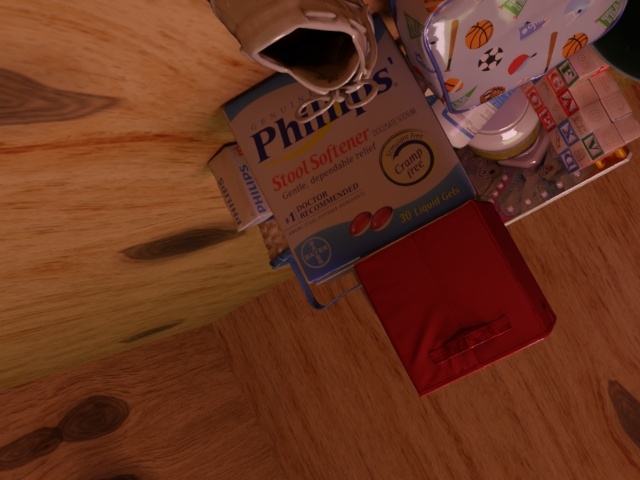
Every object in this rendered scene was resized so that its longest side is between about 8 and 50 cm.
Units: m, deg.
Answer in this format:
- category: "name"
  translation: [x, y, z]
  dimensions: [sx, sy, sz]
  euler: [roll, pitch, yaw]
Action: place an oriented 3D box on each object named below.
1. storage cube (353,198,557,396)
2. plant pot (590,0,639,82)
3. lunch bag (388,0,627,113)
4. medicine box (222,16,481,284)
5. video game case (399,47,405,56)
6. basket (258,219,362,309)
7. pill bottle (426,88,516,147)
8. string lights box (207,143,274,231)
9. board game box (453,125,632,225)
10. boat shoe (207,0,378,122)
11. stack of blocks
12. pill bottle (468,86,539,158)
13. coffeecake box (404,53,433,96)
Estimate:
- category: "storage cube"
  translation: [0.187, 0.070, 1.042]
  dimensions: [0.184, 0.193, 0.215]
  euler: [-30, 171, 19]
- category: "plant pot"
  translation: [0.530, -0.385, 1.094]
  dimensions: [0.293, 0.293, 0.235]
  euler: [-33, -176, 37]
- category: "lunch bag"
  translation: [0.243, -0.311, 0.962]
  dimensions: [0.303, 0.115, 0.243]
  euler: [-33, 146, 4]
- category: "medicine box"
  translation: [0.048, -0.121, 1.118]
  dimensions: [0.264, 0.289, 0.149]
  euler: [-29, 173, 11]
- category: "video game case"
  translation: [0.111, -0.206, 1.330]
  dimensions: [0.204, 0.025, 0.285]
  euler: [-67, 166, 6]
- category: "basket"
  translation: [0.000, 0.000, 1.798]
  dimensions: [0.201, 0.289, 0.255]
  euler: [-20, 171, -46]
- category: "pill bottle"
  translation: [0.247, -0.246, 1.386]
  dimensions: [0.221, 0.124, 0.124]
  euler: [-48, 166, 17]
- category: "string lights box"
  translation: [-0.055, -0.120, 1.369]
  dimensions: [0.260, 0.133, 0.077]
  euler: [-22, 175, -39]
- category: "board game box"
  translation: [0.466, -0.229, 1.792]
  dimensions: [0.390, 0.390, 0.050]
  euler: [-30, 131, 22]
- category: "boat shoe"
  translation: [0.002, -0.208, 0.864]
  dimensions: [0.136, 0.156, 0.367]
  euler: [-29, 172, 14]
- category: "stack of blocks"
  translation: [0.431, -0.282, 1.333]
  dimensions: [0.087, 0.297, 0.171]
  euler: [-25, 174, -12]
- category: "pill bottle"
  translation: [0.361, -0.271, 1.593]
  dimensions: [0.188, 0.187, 0.334]
  euler: [-29, 172, 14]
- category: "coffeecake box"
  translation: [0.230, -0.309, 1.198]
  dimensions: [0.185, 0.068, 0.142]
  euler: [-21, 154, -38]
